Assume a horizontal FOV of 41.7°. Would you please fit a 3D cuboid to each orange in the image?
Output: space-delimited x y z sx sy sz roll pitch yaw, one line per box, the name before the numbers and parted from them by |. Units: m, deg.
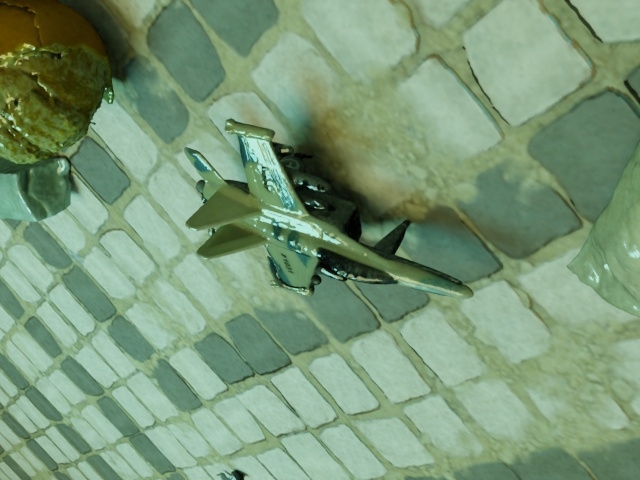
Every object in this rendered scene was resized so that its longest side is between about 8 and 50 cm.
orange | -0.258 -0.140 0.743 0.156 0.134 0.156 -1 88 19

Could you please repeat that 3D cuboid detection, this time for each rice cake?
rice cake | -0.367 -0.062 0.986 0.206 0.063 0.069 9 123 40

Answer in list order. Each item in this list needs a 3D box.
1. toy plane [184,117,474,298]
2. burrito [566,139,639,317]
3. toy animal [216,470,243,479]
toy plane | 0.005 -0.008 0.675 0.262 0.088 0.192 13 140 22
burrito | 0.226 -0.075 0.396 0.117 0.076 0.392 26 142 14
toy animal | -0.129 0.347 1.184 0.050 0.028 0.084 25 140 11
